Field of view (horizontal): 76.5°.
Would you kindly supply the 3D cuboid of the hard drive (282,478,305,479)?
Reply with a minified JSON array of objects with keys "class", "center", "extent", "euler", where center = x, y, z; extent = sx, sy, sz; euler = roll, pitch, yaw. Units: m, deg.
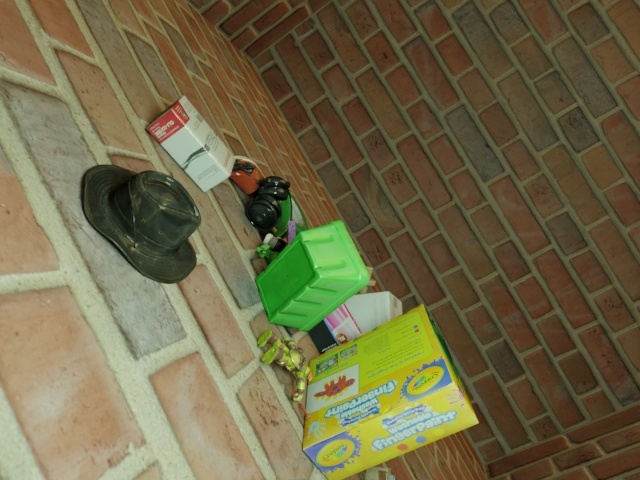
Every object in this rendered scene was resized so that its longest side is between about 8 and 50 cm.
[{"class":"hard drive","center":[-0.099,0.505,0.811],"extent":[0.135,0.094,0.022],"euler":[42,22,-51]}]

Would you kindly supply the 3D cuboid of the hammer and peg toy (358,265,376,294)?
[{"class":"hammer and peg toy","center":[0.031,0.117,1.740],"extent":[0.266,0.127,0.361],"euler":[7,12,-34]}]

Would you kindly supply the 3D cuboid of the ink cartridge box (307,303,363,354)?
[{"class":"ink cartridge box","center":[0.067,0.368,1.532],"extent":[0.371,0.176,0.069],"euler":[59,14,-3]}]

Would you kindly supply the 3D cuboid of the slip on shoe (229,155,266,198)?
[{"class":"slip on shoe","center":[-0.298,-0.251,1.693],"extent":[0.331,0.123,0.101],"euler":[43,24,-63]}]

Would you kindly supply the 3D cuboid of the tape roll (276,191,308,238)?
[{"class":"tape roll","center":[-0.178,-0.151,1.981],"extent":[0.321,0.077,0.321],"euler":[55,13,-20]}]

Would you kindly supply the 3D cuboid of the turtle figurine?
[{"class":"turtle figurine","center":[-0.084,0.363,1.186],"extent":[0.217,0.087,0.269],"euler":[49,17,-38]}]

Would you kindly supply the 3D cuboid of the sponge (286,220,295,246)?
[{"class":"sponge","center":[-0.119,0.026,1.623],"extent":[0.210,0.031,0.117],"euler":[99,-10,-57]}]

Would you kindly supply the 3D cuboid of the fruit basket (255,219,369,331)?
[{"class":"fruit basket","center":[0.010,0.110,1.382],"extent":[0.392,0.392,0.283],"euler":[34,28,-61]}]

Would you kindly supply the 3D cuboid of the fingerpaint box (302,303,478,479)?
[{"class":"fingerpaint box","center":[0.182,0.440,1.214],"extent":[0.163,0.445,0.371],"euler":[56,13,-18]}]

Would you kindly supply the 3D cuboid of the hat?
[{"class":"hat","center":[-0.379,-0.071,0.967],"extent":[0.331,0.134,0.331],"euler":[54,14,-19]}]

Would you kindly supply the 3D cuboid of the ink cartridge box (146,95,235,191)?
[{"class":"ink cartridge box","center":[-0.427,-0.327,1.378],"extent":[0.273,0.114,0.197],"euler":[51,15,-28]}]

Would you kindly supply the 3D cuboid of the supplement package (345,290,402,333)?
[{"class":"supplement package","center":[0.171,0.326,1.661],"extent":[0.177,0.293,0.175],"euler":[39,46,-54]}]

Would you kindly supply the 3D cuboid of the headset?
[{"class":"headset","center":[-0.232,-0.165,1.633],"extent":[0.394,0.185,0.243],"euler":[67,33,-53]}]

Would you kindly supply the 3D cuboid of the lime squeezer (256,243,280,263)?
[{"class":"lime squeezer","center":[-0.169,0.066,1.521],"extent":[0.110,0.059,0.310],"euler":[19,-16,34]}]

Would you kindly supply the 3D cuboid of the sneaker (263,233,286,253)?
[{"class":"sneaker","center":[-0.166,0.023,1.608],"extent":[0.075,0.063,0.170],"euler":[34,-2,18]}]

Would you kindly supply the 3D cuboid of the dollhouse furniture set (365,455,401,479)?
[{"class":"dollhouse furniture set","center":[0.184,0.737,1.341],"extent":[0.129,0.129,0.183],"euler":[45,44,-48]}]
